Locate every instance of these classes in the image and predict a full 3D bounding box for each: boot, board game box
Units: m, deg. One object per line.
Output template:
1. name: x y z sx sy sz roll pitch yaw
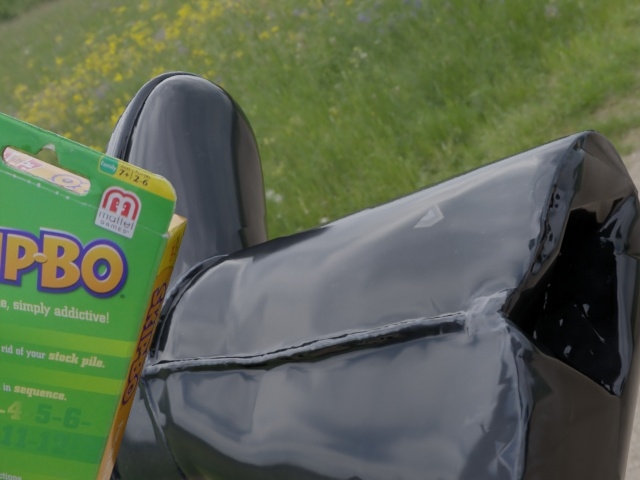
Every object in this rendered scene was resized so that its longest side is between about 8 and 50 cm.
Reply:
1. boot: 0.000 0.002 0.668 0.146 0.366 0.445 10 -16 -34
2. board game box: -0.153 0.065 0.488 0.124 0.259 0.039 22 23 5
